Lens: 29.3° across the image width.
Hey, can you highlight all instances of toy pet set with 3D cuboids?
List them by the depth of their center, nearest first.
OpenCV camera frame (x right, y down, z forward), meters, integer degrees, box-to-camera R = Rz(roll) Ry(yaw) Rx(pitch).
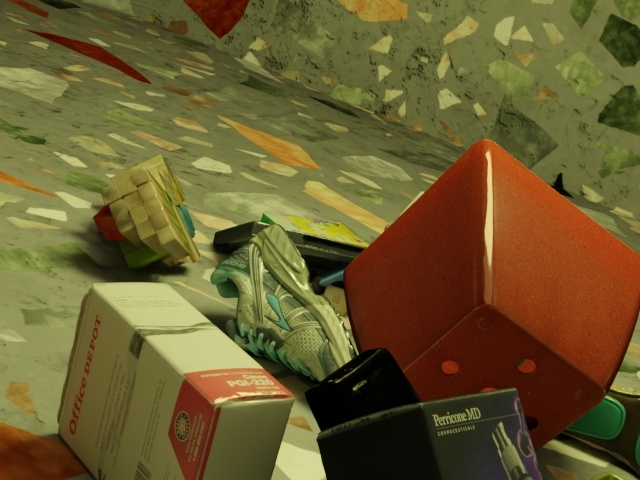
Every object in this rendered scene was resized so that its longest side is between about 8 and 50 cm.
[{"bbox_3d":[0.020,0.054,1.747,0.122,0.065,0.114,18,16,-1],"label":"toy pet set"}]

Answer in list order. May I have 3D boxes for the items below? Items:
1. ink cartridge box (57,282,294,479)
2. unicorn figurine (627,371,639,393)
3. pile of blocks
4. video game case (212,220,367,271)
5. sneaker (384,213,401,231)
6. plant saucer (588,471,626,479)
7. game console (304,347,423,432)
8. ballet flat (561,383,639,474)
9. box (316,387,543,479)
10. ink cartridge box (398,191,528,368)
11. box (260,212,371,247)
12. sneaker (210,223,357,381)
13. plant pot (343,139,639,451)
[{"bbox_3d":[-0.134,0.152,1.065,0.092,0.159,0.218,-1,25,-41],"label":"ink cartridge box"},{"bbox_3d":[0.465,0.229,1.678,0.161,0.060,0.111,14,16,-16],"label":"unicorn figurine"},{"bbox_3d":[-0.246,-0.023,1.680,0.112,0.149,0.362,-25,8,1],"label":"pile of blocks"},{"bbox_3d":[0.000,0.019,1.774,0.274,0.026,0.196,12,-8,-19],"label":"video game case"},{"bbox_3d":[0.161,0.009,2.037,0.131,0.112,0.319,5,10,14],"label":"sneaker"},{"bbox_3d":[0.332,0.319,1.251,0.188,0.045,0.188,28,18,32],"label":"plant saucer"},{"bbox_3d":[0.015,0.229,0.978,0.044,0.213,0.361,-23,1,33],"label":"game console"},{"bbox_3d":[0.401,0.231,1.530,0.316,0.108,0.106,27,10,22],"label":"ballet flat"},{"bbox_3d":[0.103,0.230,0.961,0.108,0.207,0.153,-23,-13,35],"label":"box"},{"bbox_3d":[0.219,0.085,1.654,0.185,0.065,0.311,30,-22,36],"label":"ink cartridge box"},{"bbox_3d":[0.000,0.000,1.953,0.179,0.043,0.105,5,21,-35],"label":"box"},{"bbox_3d":[-0.039,0.113,1.458,0.122,0.110,0.283,-29,50,-7],"label":"sneaker"},{"bbox_3d":[0.193,0.101,1.383,0.267,0.267,0.236,35,32,-16],"label":"plant pot"}]
